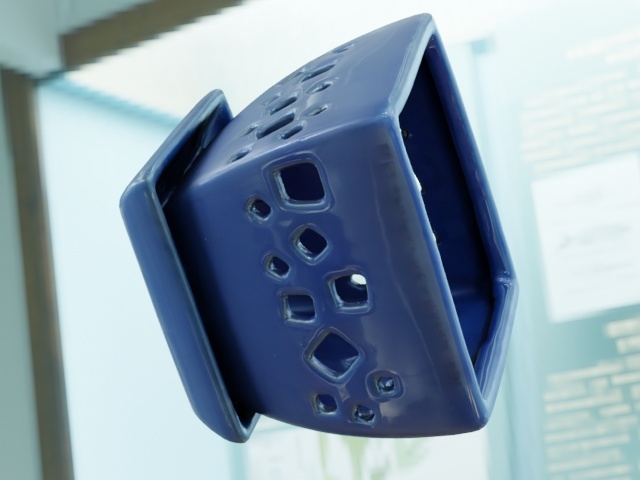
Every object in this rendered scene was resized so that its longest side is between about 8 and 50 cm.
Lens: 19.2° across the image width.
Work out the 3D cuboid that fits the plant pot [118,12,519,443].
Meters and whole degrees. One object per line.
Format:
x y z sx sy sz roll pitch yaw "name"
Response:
0.000 0.000 1.318 0.212 0.236 0.236 -12 19 16 "plant pot"
